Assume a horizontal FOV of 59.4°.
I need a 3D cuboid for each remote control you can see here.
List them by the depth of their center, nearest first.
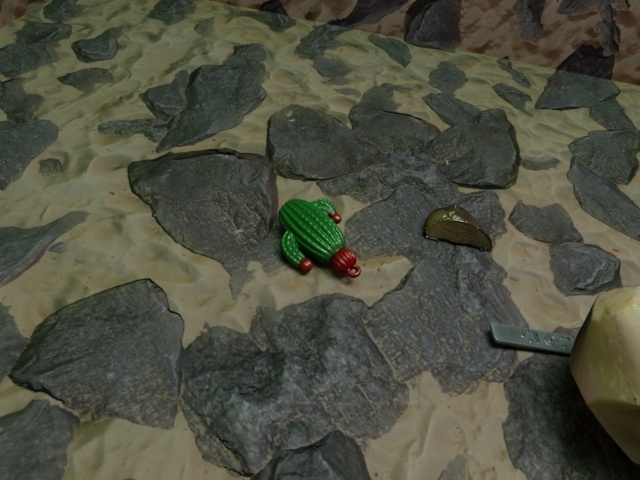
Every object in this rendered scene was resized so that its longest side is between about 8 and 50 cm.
[{"bbox_3d":[0.435,0.205,1.153,0.184,0.027,0.050,10,41,-7],"label":"remote control"}]

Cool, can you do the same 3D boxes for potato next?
[{"bbox_3d":[0.347,-0.048,1.379,0.172,0.089,0.100,13,38,5],"label":"potato"}]

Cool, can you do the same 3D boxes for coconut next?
[{"bbox_3d":[0.588,0.205,0.923,0.353,0.352,0.352,6,40,-5],"label":"coconut"}]

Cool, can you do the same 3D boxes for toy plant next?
[{"bbox_3d":[-0.014,-0.001,1.255,0.155,0.088,0.240,-12,55,-8],"label":"toy plant"}]
